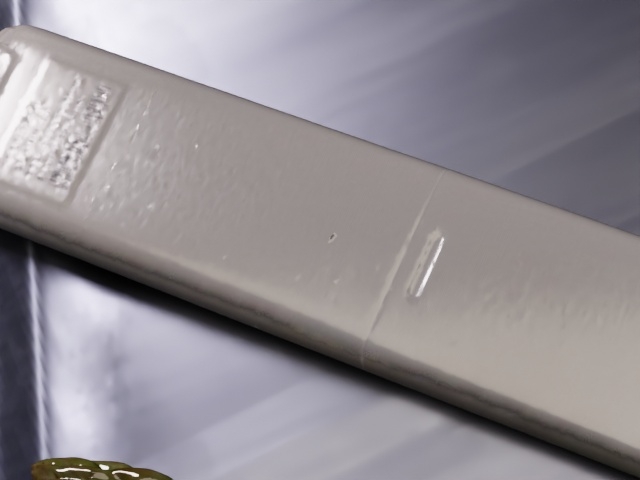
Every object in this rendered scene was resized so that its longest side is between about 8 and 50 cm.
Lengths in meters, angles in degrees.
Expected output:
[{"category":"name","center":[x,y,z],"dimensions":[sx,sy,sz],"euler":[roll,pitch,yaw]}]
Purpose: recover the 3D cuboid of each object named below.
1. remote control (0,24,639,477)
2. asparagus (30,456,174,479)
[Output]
[{"category":"remote control","center":[0.000,0.000,0.566],"dimensions":[0.261,0.029,0.067],"euler":[20,75,18]},{"category":"asparagus","center":[0.027,0.081,0.524],"dimensions":[0.236,0.027,0.034],"euler":[0,89,15]}]
